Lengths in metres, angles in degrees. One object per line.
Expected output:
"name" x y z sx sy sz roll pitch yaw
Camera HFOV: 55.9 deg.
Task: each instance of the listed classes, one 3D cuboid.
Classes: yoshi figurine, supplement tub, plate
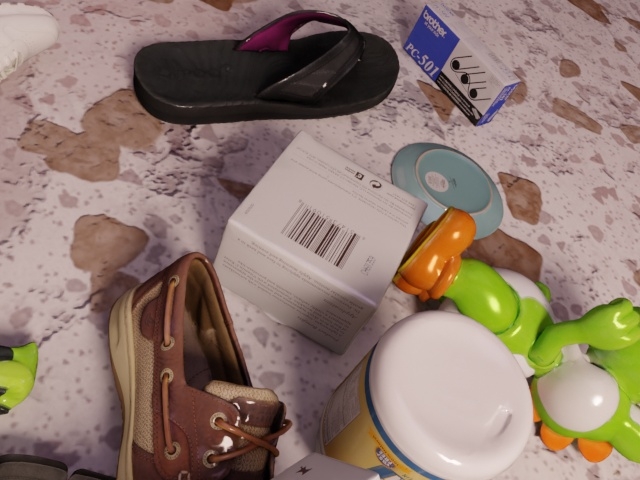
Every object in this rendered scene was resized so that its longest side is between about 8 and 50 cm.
"yoshi figurine" 0.274 0.091 0.706 0.362 0.203 0.203 39 44 5
"supplement tub" 0.083 0.169 0.559 0.144 0.199 0.144 11 52 -14
"plate" 0.196 -0.083 0.907 0.188 0.024 0.188 11 53 -15

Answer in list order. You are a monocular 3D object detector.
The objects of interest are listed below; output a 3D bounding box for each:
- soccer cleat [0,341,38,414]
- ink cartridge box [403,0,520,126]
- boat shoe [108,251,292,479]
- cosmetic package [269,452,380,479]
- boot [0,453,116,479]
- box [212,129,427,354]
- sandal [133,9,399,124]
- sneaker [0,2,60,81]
"soccer cleat" -0.343 0.108 0.529 0.179 0.060 0.072 11 33 -14
"ink cartridge box" 0.238 -0.304 1.038 0.046 0.097 0.207 -23 67 -33
"boat shoe" -0.092 0.161 0.521 0.123 0.123 0.342 25 35 -48
"cosmetic package" -0.081 0.351 0.350 0.377 0.097 0.284 -23 94 -33
"boot" -0.169 0.266 0.467 0.247 0.083 0.161 25 44 -6
"box" 0.000 0.000 0.702 0.181 0.119 0.182 31 49 1
"sandal" -0.044 -0.260 0.883 0.446 0.107 0.167 -18 64 -32
"sneaker" -0.417 -0.212 0.721 0.235 0.090 0.094 -31 84 -32
